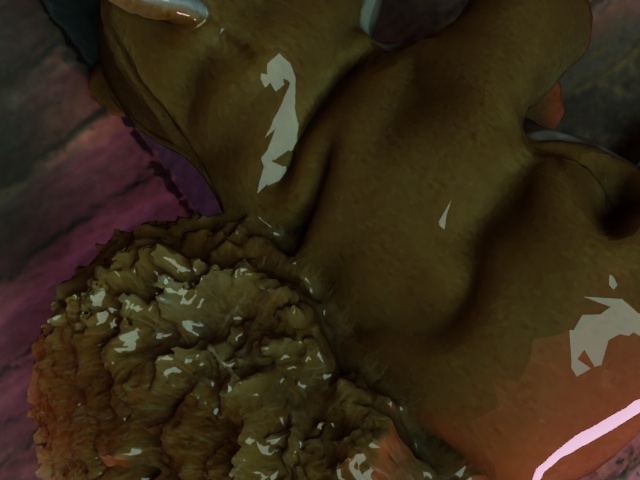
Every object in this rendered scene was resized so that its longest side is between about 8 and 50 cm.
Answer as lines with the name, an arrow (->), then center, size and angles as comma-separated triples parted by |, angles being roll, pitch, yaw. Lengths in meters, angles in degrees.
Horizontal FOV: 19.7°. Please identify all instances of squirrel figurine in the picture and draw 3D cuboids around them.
squirrel figurine -> 0.000, 0.000, 0.990 | 0.370, 0.281, 0.397 | 39, 77, 0

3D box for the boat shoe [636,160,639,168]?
boat shoe -> 0.177, 0.019, 1.198 | 0.070, 0.078, 0.219 | 43, 92, 10
